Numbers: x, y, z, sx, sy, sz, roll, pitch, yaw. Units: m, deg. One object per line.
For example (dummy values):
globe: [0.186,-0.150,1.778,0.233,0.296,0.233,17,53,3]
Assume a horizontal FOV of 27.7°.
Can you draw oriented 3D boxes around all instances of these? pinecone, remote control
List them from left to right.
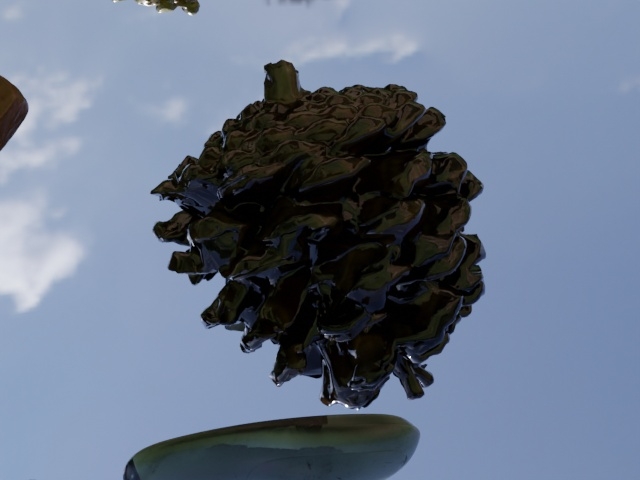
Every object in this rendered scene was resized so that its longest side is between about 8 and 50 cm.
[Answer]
remote control: [-0.036,0.187,1.083,0.256,0.097,0.045,-4,-132,-14]
pinecone: [0.010,-0.003,0.938,0.243,0.257,0.243,-30,169,-6]

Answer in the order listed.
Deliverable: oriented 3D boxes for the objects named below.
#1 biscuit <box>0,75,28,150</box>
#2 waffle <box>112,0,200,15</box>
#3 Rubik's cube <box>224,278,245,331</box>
biscuit: [-0.360,-0.016,0.976,0.284,0.043,0.306,-8,-123,0]
waffle: [-0.162,-0.295,1.178,0.038,0.191,0.191,-21,-174,43]
Rubik's cube: [0.000,0.000,1.218,0.155,0.151,0.154,7,-166,9]
